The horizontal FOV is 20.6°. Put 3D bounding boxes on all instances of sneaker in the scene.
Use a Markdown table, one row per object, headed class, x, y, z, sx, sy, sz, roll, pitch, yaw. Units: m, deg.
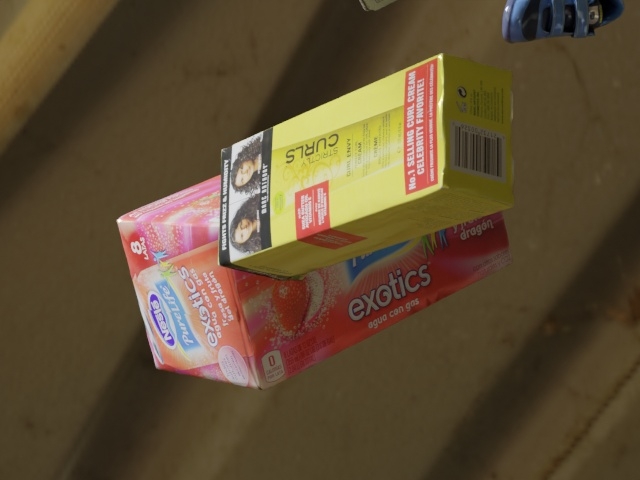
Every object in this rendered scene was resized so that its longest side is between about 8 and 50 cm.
| class | x | y | z | sx | sy | sz | roll | pitch | yaw |
| --- | --- | --- | --- | --- | --- | --- | --- | --- | --- |
| sneaker | 0.219 | -0.208 | 1.593 | 0.144 | 0.059 | 0.053 | -24 | -53 | -42 |

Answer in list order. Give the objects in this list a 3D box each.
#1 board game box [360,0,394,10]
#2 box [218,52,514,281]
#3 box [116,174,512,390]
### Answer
| class | x | y | z | sx | sy | sz | roll | pitch | yaw |
| --- | --- | --- | --- | --- | --- | --- | --- | --- | --- |
| board game box | 0.057 | -0.326 | 1.173 | 0.224 | 0.097 | 0.303 | -25 | -46 | 12 |
| box | 0.023 | -0.039 | 1.080 | 0.058 | 0.087 | 0.232 | 11 | -17 | -35 |
| box | 0.000 | 0.000 | 1.495 | 0.300 | 0.154 | 0.142 | -24 | -72 | -36 |
